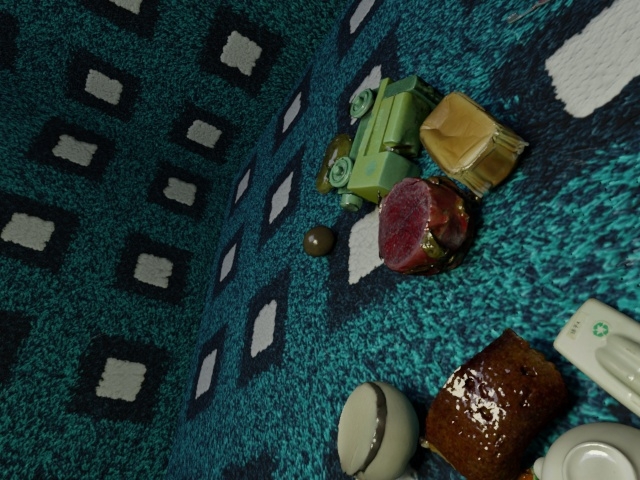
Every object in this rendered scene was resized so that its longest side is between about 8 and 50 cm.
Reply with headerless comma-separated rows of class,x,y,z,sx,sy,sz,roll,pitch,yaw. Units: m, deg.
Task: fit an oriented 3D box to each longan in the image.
longan,0.000,0.000,1.341,0.119,0.106,0.106,-31,-13,-51

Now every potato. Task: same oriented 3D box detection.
potato,0.050,-0.263,1.457,0.225,0.090,0.117,-67,24,-1

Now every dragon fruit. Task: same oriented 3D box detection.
dragon fruit,0.218,-0.033,0.869,0.282,0.147,0.210,-118,45,-64

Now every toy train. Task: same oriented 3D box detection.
toy train,0.171,-0.265,1.137,0.253,0.160,0.396,4,74,58

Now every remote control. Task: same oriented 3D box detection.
remote control,0.371,0.153,0.474,0.090,0.049,0.230,-60,23,12

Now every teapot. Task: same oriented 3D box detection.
teapot,0.316,0.265,0.438,0.226,0.092,0.145,4,58,58

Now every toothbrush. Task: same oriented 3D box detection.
toothbrush,0.468,-0.500,0.872,0.193,0.019,0.013,-5,65,62

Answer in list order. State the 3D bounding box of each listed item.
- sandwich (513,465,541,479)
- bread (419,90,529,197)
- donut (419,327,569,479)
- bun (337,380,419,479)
sandwich,0.264,0.343,0.567,0.101,0.026,0.069,-65,19,-2
bread,0.300,-0.199,0.857,0.136,0.107,0.241,-53,28,25
donut,0.233,0.237,0.583,0.187,0.144,0.126,-36,40,-13
bun,0.113,0.346,0.764,0.172,0.120,0.172,-57,19,33
